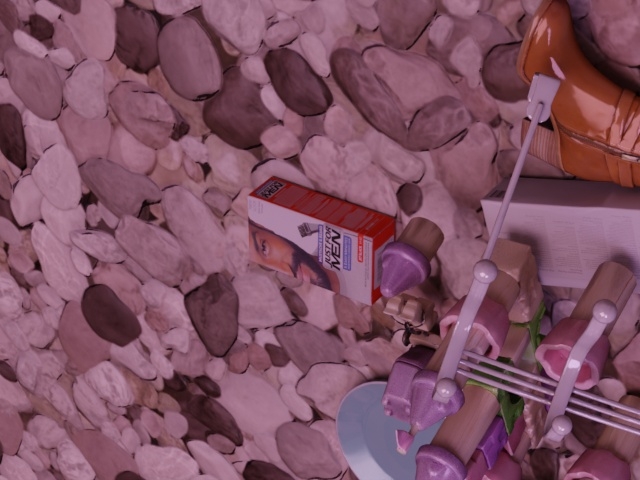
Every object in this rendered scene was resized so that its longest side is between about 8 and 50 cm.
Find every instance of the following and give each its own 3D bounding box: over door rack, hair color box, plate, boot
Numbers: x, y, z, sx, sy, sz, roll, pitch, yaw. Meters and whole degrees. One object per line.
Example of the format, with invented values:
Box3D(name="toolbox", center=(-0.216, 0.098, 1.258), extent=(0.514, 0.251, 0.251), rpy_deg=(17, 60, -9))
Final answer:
Box3D(name="over door rack", center=(0.258, 0.024, 1.572), extent=(0.239, 0.324, 0.108), rpy_deg=(19, 173, -1))
Box3D(name="hair color box", center=(0.000, 0.000, 1.979), extent=(0.167, 0.053, 0.093), rpy_deg=(20, 129, 29))
Box3D(name="plate", center=(0.102, 0.242, 2.077), extent=(0.188, 0.024, 0.188), rpy_deg=(20, 128, 28))
Box3D(name="boot", center=(0.269, -0.139, 1.671), extent=(0.152, 0.073, 0.197), rpy_deg=(21, 140, 28))

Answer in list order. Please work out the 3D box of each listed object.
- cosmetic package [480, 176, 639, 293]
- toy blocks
Box3D(name="cosmetic package", center=(0.283, -0.005, 1.749), extent=(0.239, 0.060, 0.099), rpy_deg=(5, 121, 36))
Box3D(name="toy blocks", center=(0.147, 0.171, 1.779), extent=(0.309, 0.260, 0.289), rpy_deg=(16, 146, 29))
